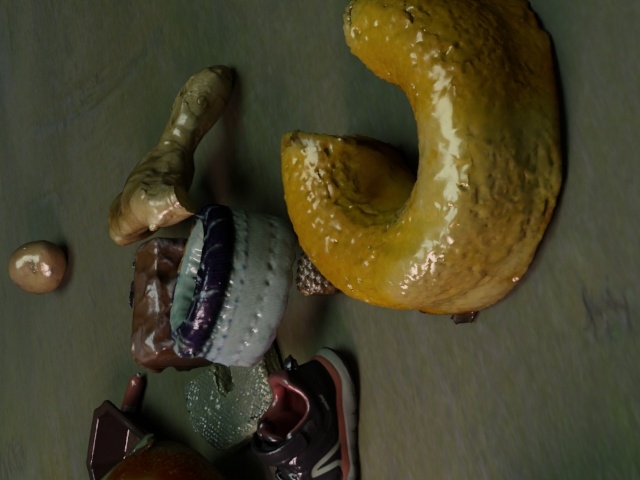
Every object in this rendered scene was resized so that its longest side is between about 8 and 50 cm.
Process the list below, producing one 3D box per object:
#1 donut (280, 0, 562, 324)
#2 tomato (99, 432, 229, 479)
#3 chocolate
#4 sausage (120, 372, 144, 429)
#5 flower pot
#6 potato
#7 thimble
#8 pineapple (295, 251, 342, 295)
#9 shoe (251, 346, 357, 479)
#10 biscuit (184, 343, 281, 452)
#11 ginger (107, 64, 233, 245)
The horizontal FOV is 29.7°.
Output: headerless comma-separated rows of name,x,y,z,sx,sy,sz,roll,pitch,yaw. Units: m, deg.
donut,0.117,-0.103,1.503,0.377,0.163,0.435,55,130,36
tomato,-0.241,0.439,1.868,0.303,0.303,0.239,9,66,53
chocolate,-0.226,0.105,1.956,0.093,0.148,0.214,-21,68,57
sausage,-0.363,0.337,2.241,0.029,0.029,0.223,44,123,44
flower pot,-0.318,0.396,2.138,0.251,0.084,0.179,27,110,49
potato,-0.581,0.052,2.474,0.147,0.112,0.112,-25,70,43
thimble,-0.133,0.069,1.782,0.237,0.150,0.237,-167,90,-76
pineapple,0.000,0.000,1.735,0.074,0.074,0.159,-6,83,53
shoe,-0.027,0.298,1.709,0.114,0.137,0.291,7,96,53
biscuit,-0.137,0.252,1.929,0.250,0.046,0.147,-40,60,45
ginger,-0.272,-0.077,1.940,0.363,0.122,0.348,-45,13,34
